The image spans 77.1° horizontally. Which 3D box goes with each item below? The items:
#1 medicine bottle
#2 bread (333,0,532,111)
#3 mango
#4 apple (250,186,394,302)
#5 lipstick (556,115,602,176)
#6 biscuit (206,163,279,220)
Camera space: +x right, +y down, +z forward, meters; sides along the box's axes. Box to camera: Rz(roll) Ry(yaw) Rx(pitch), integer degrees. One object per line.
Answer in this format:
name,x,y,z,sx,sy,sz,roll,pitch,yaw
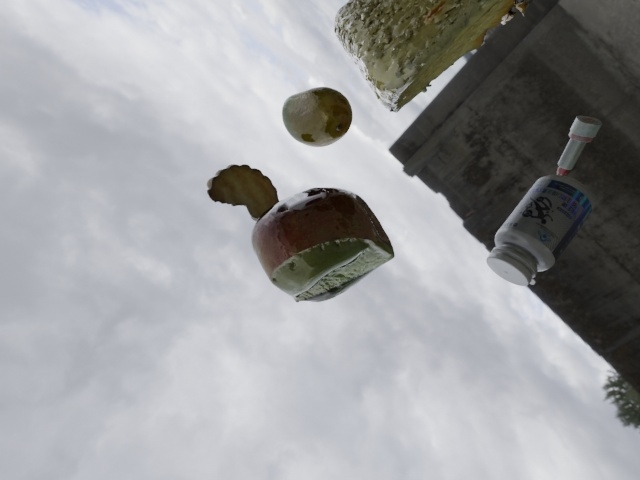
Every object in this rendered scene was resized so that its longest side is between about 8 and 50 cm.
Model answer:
medicine bottle,0.386,-0.016,0.715,0.107,0.191,0.107,39,171,8
bread,0.184,-0.282,0.591,0.279,0.249,0.315,37,-152,-45
mango,-0.013,-0.269,0.865,0.092,0.130,0.195,5,-155,-47
apple,0.000,0.000,0.638,0.173,0.188,0.207,56,-173,14
lipstick,0.730,-0.261,1.161,0.063,0.186,0.057,10,-139,5
biscuit,-0.172,-0.111,0.923,0.183,0.061,0.118,24,-107,-34
